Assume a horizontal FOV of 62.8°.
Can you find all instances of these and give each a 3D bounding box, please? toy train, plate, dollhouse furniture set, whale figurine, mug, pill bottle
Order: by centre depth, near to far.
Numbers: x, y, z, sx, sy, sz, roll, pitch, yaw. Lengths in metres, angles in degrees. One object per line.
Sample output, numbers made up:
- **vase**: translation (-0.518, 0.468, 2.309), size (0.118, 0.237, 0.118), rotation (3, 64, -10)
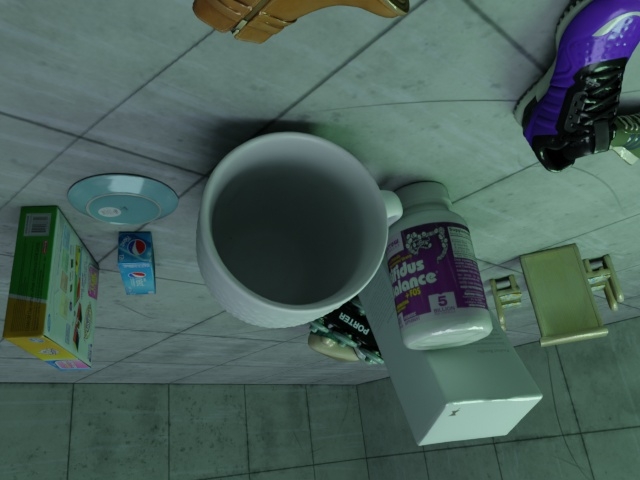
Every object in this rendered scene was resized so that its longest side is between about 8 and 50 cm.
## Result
- **mug**: translation (-0.029, -0.001, 0.909), size (0.374, 0.276, 0.328), rotation (-19, 169, -20)
- **plate**: translation (-0.354, -0.064, 0.947), size (0.188, 0.024, 0.188), rotation (-7, 158, -3)
- **pill bottle**: translation (0.214, 0.046, 1.013), size (0.169, 0.301, 0.169), rotation (-7, 157, -3)
- **toy train**: translation (0.075, 0.223, 1.447), size (0.334, 0.142, 0.190), rotation (32, 172, -9)
- **dollhouse furniture set**: translation (0.728, 0.204, 1.603), size (0.362, 0.256, 0.394), rotation (-14, 156, 17)
- **whale figurine**: translation (0.086, 0.353, 1.862), size (0.272, 0.141, 0.216), rotation (2, 156, 44)

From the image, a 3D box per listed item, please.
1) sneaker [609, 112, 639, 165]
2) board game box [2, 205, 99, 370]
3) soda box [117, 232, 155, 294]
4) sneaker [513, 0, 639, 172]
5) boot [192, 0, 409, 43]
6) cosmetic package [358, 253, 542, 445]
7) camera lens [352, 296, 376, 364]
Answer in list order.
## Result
- **sneaker**: translation (0.514, -0.188, 0.865), size (0.192, 0.064, 0.086), rotation (13, 143, -40)
- **board game box**: translation (-0.513, 0.110, 1.033), size (0.064, 0.242, 0.316), rotation (-2, 156, -10)
- **soda box**: translation (-0.401, 0.055, 1.154), size (0.067, 0.071, 0.210), rotation (-1, 157, -16)
- **sneaker**: translation (0.358, -0.189, 0.695), size (0.102, 0.146, 0.293), rotation (-7, 158, 0)
- **boot**: translation (-0.022, -0.251, 0.539), size (0.197, 0.073, 0.152), rotation (21, 145, -28)
- **cosmetic package**: translation (0.259, 0.204, 1.185), size (0.230, 0.453, 0.161), rotation (3, 131, -20)
- **camera lens**: translation (0.232, 0.263, 1.645), size (0.274, 0.219, 0.219), rotation (-15, 156, 18)
